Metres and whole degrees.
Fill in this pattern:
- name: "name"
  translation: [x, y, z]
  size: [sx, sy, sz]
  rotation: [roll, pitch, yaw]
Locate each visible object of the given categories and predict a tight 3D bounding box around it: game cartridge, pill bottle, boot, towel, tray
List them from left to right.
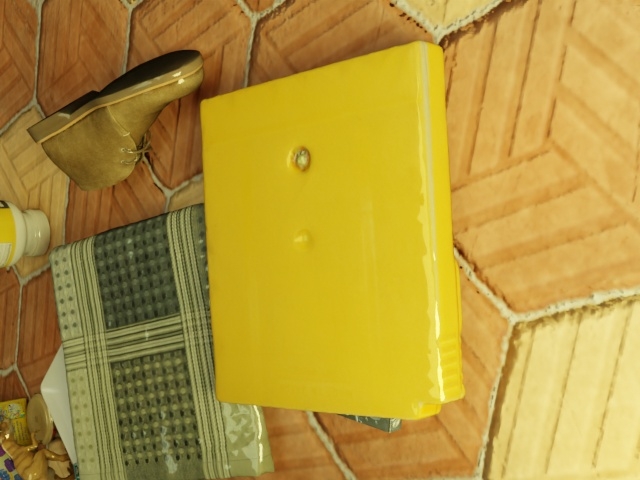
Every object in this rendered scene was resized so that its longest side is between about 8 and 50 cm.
- name: "pill bottle"
  translation: [-0.505, -0.009, 1.162]
  size: [0.103, 0.184, 0.103]
  rotation: [4, 95, 44]
- name: "tray"
  translation: [-0.317, 0.182, 1.102]
  size: [0.145, 0.030, 0.270]
  rotation: [53, 126, 27]
- name: "boot"
  translation: [-0.237, -0.147, 0.979]
  size: [0.305, 0.112, 0.115]
  rotation: [-15, 112, 39]
- name: "towel"
  translation: [-0.198, 0.136, 0.950]
  size: [0.312, 0.056, 0.325]
  rotation: [-14, 81, 31]
- name: "game cartridge"
  translation: [0.000, 0.000, 0.752]
  size: [0.285, 0.052, 0.324]
  rotation: [-5, 89, 40]

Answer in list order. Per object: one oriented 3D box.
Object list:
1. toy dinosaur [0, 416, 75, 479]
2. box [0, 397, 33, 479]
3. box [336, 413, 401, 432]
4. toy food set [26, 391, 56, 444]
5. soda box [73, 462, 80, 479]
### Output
- name: "toy dinosaur"
  translation: [-0.405, 0.340, 1.139]
  size: [0.211, 0.112, 0.064]
  rotation: [35, 115, 37]
- name: "box"
  translation: [-0.652, 0.387, 1.266]
  size: [0.290, 0.279, 0.177]
  rotation: [-24, 76, 43]
- name: "box"
  translation: [0.043, 0.142, 0.758]
  size: [0.083, 0.018, 0.067]
  rotation: [10, 99, 43]
- name: "toy food set"
  translation: [-0.437, 0.279, 1.230]
  size: [0.082, 0.020, 0.083]
  rotation: [-27, 74, 42]
- name: "soda box"
  translation: [-0.279, 0.383, 1.058]
  size: [0.063, 0.058, 0.183]
  rotation: [-22, 77, 43]
